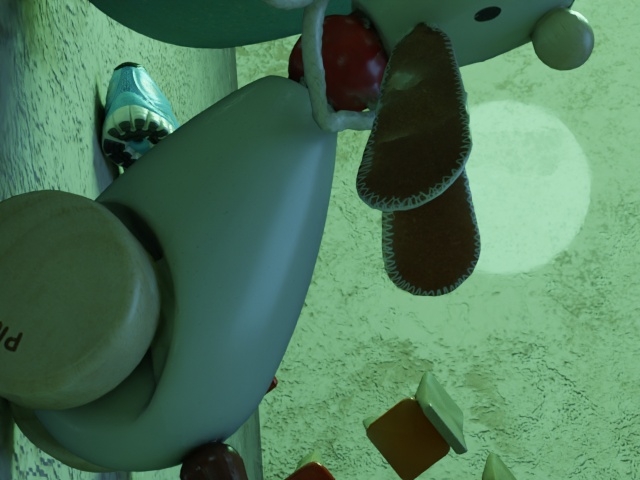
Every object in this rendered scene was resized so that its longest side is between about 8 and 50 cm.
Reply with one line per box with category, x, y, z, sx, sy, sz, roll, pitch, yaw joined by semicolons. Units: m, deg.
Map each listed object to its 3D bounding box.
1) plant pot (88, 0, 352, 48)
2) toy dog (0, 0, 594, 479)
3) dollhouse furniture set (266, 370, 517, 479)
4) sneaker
plant pot;-0.049;-0.215;0.773;0.195;0.290;0.290;-54;-151;42
toy dog;0.000;0.000;0.614;0.161;0.334;0.220;46;12;16
dollhouse furniture set;-0.022;0.186;0.996;0.259;0.262;0.135;52;6;-5
sneaker;-0.121;-0.076;1.071;0.162;0.063;0.073;85;-3;-67
